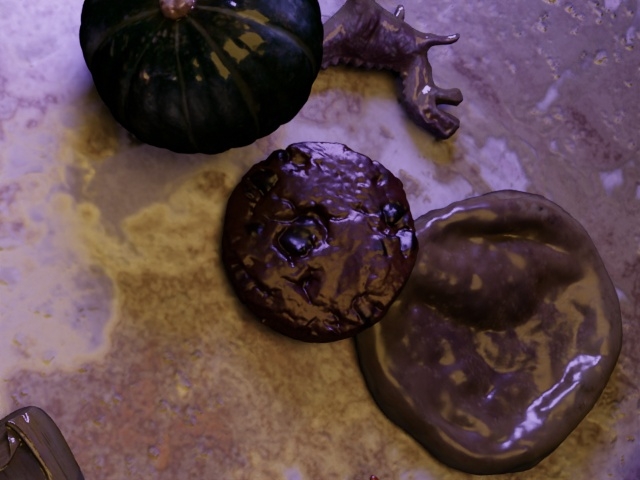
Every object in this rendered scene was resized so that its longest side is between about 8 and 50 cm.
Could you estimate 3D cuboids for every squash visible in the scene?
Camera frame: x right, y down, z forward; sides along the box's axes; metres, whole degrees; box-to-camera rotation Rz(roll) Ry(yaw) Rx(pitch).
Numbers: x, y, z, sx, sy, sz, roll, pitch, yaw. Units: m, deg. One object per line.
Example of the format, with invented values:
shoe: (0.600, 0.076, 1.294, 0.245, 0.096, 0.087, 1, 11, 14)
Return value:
squash: (-0.104, -0.177, 1.114, 0.218, 0.172, 0.218, 0, 88, 9)

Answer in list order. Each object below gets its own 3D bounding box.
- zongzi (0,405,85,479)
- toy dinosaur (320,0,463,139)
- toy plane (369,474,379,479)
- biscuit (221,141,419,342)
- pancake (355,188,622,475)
zongzi: (-0.267, 0.293, 1.032, 0.228, 0.115, 0.256, -32, 104, -18)
toy dinosaur: (0.029, -0.190, 1.232, 0.251, 0.072, 0.200, 4, 90, -30)
toy plane: (-0.022, 0.281, 1.137, 0.126, 0.077, 0.194, 39, 63, -14)
biscuit: (0.000, 0.000, 1.180, 0.192, 0.049, 0.192, 1, 80, -5)
pancake: (0.176, 0.087, 1.251, 0.294, 0.049, 0.294, 3, 82, -20)
